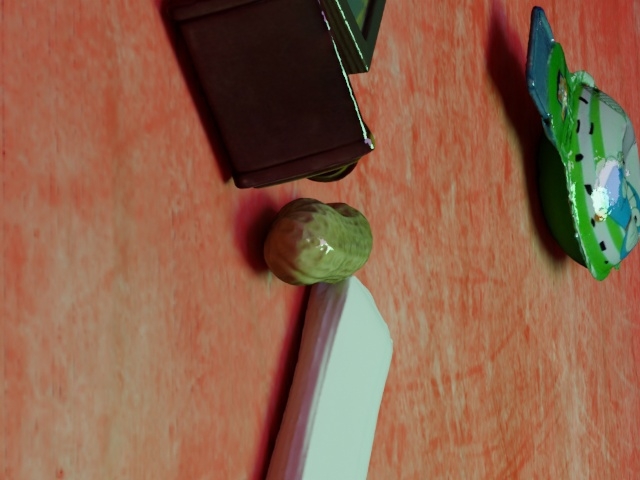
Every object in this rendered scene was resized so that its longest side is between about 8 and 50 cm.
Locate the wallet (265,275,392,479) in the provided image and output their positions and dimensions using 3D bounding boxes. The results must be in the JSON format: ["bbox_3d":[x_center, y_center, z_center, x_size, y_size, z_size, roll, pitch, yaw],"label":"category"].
[{"bbox_3d":[0.007,0.109,0.967,0.095,0.033,0.190,60,34,-47],"label":"wallet"}]

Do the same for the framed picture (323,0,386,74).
[{"bbox_3d":[0.006,-0.211,1.040,0.168,0.023,0.128,62,32,-43],"label":"framed picture"}]

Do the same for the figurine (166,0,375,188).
[{"bbox_3d":[-0.023,-0.097,0.903,0.098,0.082,0.154,-96,168,-56],"label":"figurine"}]

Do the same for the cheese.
[{"bbox_3d":[0.242,-0.084,1.492,0.320,0.083,0.204,57,36,-49],"label":"cheese"}]

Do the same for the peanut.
[{"bbox_3d":[0.000,0.000,0.952,0.113,0.054,0.054,-6,91,-70],"label":"peanut"}]
